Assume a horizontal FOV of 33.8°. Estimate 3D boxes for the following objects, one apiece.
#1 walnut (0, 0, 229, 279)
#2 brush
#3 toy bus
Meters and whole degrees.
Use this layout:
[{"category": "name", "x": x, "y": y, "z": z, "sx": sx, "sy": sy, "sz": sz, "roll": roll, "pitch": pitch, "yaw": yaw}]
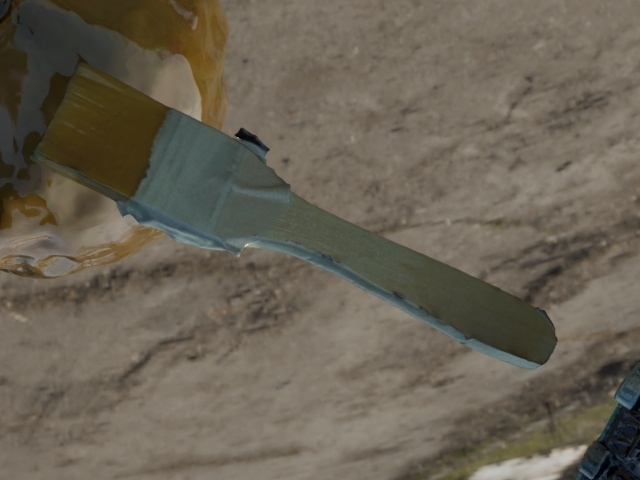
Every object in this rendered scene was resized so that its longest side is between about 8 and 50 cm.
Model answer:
[{"category": "walnut", "x": -0.242, "y": -0.141, "z": 0.854, "sx": 0.308, "sy": 0.354, "sz": 0.398, "roll": -38, "pitch": -169, "yaw": -17}, {"category": "brush", "x": 0.000, "y": 0.000, "z": 0.618, "sx": 0.336, "sy": 0.085, "sz": 0.020, "roll": 26, "pitch": 145, "yaw": -15}, {"category": "toy bus", "x": 0.225, "y": 0.123, "z": 0.664, "sx": 0.091, "sy": 0.079, "sz": 0.160, "roll": -32, "pitch": 148, "yaw": -35}]
